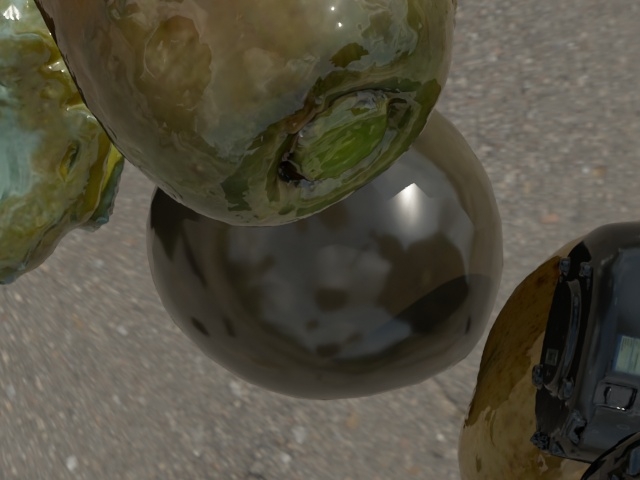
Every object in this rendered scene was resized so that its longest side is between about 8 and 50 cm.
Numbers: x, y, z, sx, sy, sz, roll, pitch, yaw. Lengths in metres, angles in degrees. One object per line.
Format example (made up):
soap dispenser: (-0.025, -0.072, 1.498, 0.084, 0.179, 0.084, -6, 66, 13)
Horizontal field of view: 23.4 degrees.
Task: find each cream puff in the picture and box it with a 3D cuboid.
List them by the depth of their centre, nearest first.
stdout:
cream puff: (-0.378, -0.139, 1.653, 0.378, 0.275, 0.378, -6, 121, -10)

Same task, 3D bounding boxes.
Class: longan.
longan: (0.000, 0.000, 1.624, 0.404, 0.404, 0.336, 38, 56, -13)

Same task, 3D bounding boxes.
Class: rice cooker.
rice cooker: (0.222, 0.084, 1.111, 0.118, 0.142, 0.203, 10, 88, -9)

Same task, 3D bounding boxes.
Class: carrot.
carrot: (-0.072, -0.181, 0.911, 0.224, 0.224, 0.340, -30, 67, -12)

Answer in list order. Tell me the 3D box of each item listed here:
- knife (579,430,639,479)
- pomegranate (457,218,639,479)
knife: (0.116, 0.257, 0.776, 0.043, 0.089, 0.365, 26, 69, -16)
pomegranate: (0.308, 0.191, 1.359, 0.417, 0.417, 0.416, -1, 93, -15)
